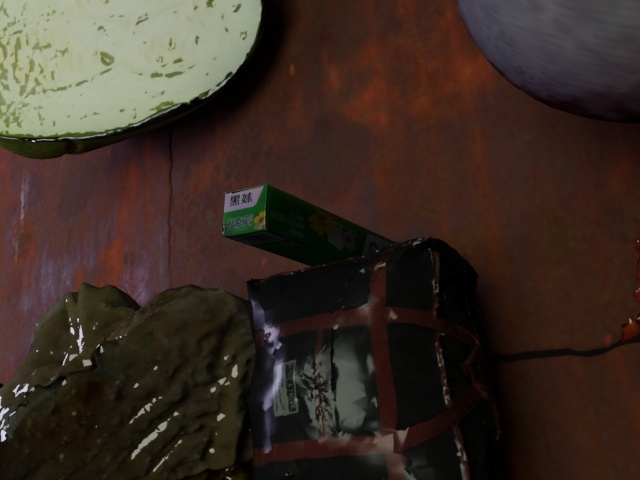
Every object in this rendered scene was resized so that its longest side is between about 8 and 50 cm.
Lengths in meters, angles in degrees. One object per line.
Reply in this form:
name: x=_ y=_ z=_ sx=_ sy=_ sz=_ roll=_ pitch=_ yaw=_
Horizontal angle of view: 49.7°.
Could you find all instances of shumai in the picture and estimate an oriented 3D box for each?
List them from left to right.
shumai: x=-0.187 y=0.170 z=0.651 sx=0.346 sy=0.217 sz=0.283 roll=-53 pitch=19 yaw=-1

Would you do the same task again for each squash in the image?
squash: x=-0.220 y=-0.228 z=0.773 sx=0.309 sy=0.210 sz=0.233 roll=-7 pitch=86 yaw=41

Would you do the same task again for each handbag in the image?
handbag: x=0.040 y=0.113 z=0.490 sx=0.169 sy=0.155 sz=0.215 roll=-16 pitch=65 yaw=25

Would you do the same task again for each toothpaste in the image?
toothpaste: x=0.000 y=0.000 z=0.541 sx=0.043 sy=0.178 sz=0.037 roll=-11 pitch=69 yaw=36

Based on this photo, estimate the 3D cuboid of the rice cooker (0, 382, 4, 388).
rice cooker: x=-0.461 y=0.272 z=0.778 sx=0.224 sy=0.267 sz=0.267 roll=-35 pitch=57 yaw=24

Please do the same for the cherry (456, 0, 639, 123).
cherry: x=0.211 y=-0.229 z=0.358 sx=0.335 sy=0.326 sz=0.291 roll=-12 pitch=35 yaw=40

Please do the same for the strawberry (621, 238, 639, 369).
strawberry: x=0.262 y=0.027 z=0.351 sx=0.175 sy=0.107 sz=0.236 roll=41 pitch=140 yaw=39
